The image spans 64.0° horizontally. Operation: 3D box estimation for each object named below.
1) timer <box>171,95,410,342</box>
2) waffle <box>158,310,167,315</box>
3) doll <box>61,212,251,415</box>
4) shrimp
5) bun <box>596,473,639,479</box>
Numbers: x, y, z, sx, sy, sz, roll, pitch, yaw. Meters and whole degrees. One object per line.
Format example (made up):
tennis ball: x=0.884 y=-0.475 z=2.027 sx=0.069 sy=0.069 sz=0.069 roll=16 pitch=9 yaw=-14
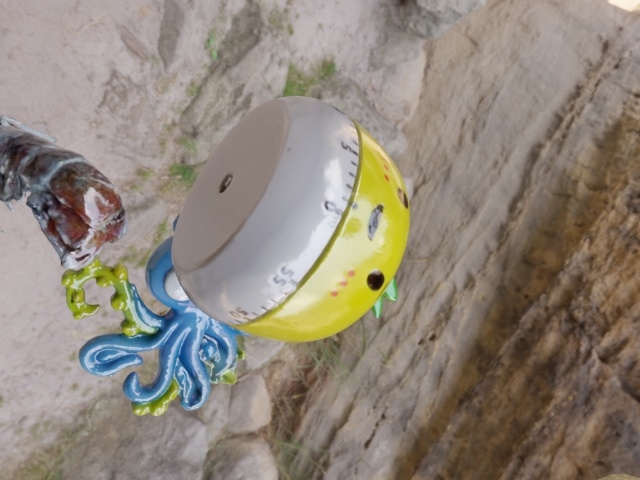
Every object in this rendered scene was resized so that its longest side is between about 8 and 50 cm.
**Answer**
timer: x=0.000 y=0.000 z=0.589 sx=0.285 sy=0.285 sz=0.285 roll=-37 pitch=151 yaw=-24
waffle: x=-0.311 y=0.190 z=1.071 sx=0.016 sy=0.085 sz=0.078 roll=-25 pitch=126 yaw=-68
doll: x=-0.211 y=0.119 z=0.819 sx=0.346 sy=0.099 sz=0.341 roll=-8 pitch=103 yaw=-24
shrimp: x=-0.361 y=-0.061 z=0.538 sx=0.221 sy=0.410 sz=0.166 roll=-47 pitch=126 yaw=-43
bun: x=0.396 y=0.408 z=0.613 sx=0.259 sy=0.259 sz=0.152 roll=-28 pitch=152 yaw=-37
